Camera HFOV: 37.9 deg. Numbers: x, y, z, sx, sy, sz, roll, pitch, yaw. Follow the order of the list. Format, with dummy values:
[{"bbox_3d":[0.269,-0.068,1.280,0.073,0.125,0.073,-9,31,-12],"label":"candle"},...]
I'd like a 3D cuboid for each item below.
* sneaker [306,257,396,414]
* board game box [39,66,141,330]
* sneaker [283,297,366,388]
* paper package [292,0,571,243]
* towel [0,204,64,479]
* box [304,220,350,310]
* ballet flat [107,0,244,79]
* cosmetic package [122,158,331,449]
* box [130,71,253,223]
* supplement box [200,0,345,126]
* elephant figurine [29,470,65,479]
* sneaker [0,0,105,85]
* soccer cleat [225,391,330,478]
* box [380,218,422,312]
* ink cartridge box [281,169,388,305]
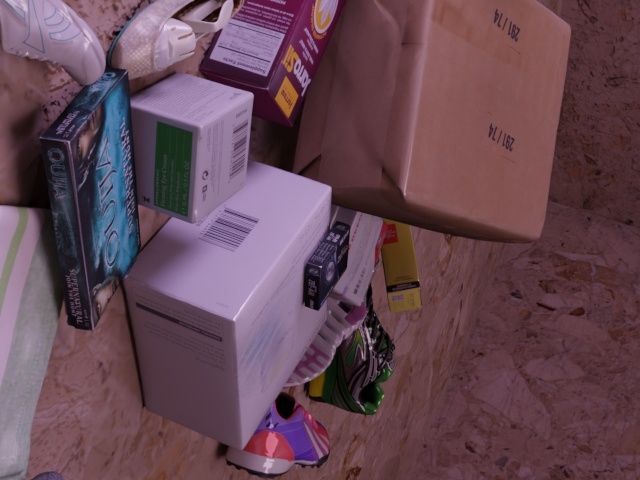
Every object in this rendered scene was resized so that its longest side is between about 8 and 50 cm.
[{"bbox_3d":[0.071,0.156,1.604,0.134,0.146,0.344,-50,151,-48],"label":"sneaker"},{"bbox_3d":[-0.188,-0.034,0.783,0.126,0.026,0.186,-73,169,-53],"label":"board game box"},{"bbox_3d":[-0.025,0.162,1.435,0.236,0.095,0.104,-39,174,-45],"label":"sneaker"},{"bbox_3d":[0.148,-0.170,1.136,0.324,0.168,0.310,11,87,-47],"label":"paper package"},{"bbox_3d":[-0.281,0.095,0.645,0.325,0.038,0.248,1,104,-74],"label":"towel"},{"bbox_3d":[0.008,0.028,1.048,0.083,0.018,0.067,-54,156,-46],"label":"box"},{"bbox_3d":[-0.123,-0.193,0.830,0.168,0.052,0.057,-55,156,-40],"label":"ballet flat"},{"bbox_3d":[-0.094,0.068,1.046,0.224,0.138,0.225,-55,158,-41],"label":"cosmetic package"},{"bbox_3d":[-0.125,-0.089,0.870,0.102,0.087,0.101,-44,148,-54],"label":"box"},{"bbox_3d":[-0.041,-0.231,0.985,0.188,0.080,0.104,-68,162,-9],"label":"supplement box"},{"bbox_3d":[-0.237,0.339,0.823,0.169,0.185,0.240,-56,156,-47],"label":"elephant figurine"},{"bbox_3d":[-0.204,-0.151,0.649,0.061,0.053,0.152,-56,153,-14],"label":"sneaker"},{"bbox_3d":[-0.048,0.294,1.468,0.318,0.108,0.117,19,86,-70],"label":"soccer cleat"},{"bbox_3d":[0.128,-0.002,1.580,0.087,0.058,0.232,73,10,-63],"label":"box"},{"bbox_3d":[0.000,0.000,1.263,0.176,0.127,0.128,43,67,-71],"label":"ink cartridge box"}]
